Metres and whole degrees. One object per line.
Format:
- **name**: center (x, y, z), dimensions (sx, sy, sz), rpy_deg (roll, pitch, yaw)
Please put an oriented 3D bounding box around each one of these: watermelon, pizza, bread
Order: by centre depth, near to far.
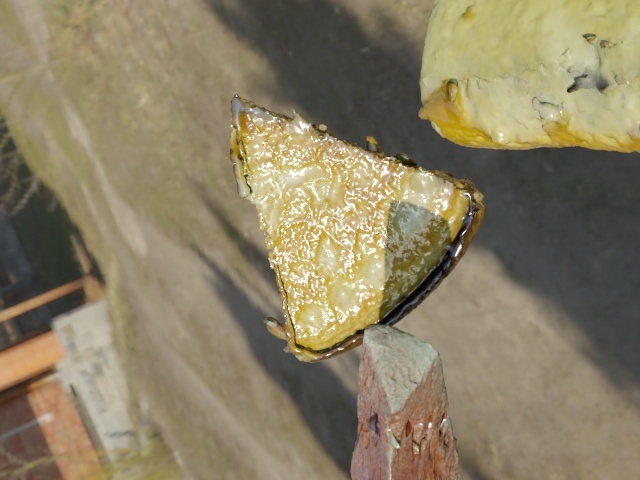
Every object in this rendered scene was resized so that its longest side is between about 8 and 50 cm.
- **watermelon**: center (0.060, 0.184, 0.973), dimensions (0.094, 0.154, 0.241), rpy_deg (10, 117, 22)
- **bread**: center (0.262, -0.182, 0.980), dimensions (0.375, 0.165, 0.237), rpy_deg (10, 79, 45)
- **pizza**: center (0.000, 0.000, 1.224), dimensions (0.287, 0.251, 0.074), rpy_deg (25, -173, -1)
